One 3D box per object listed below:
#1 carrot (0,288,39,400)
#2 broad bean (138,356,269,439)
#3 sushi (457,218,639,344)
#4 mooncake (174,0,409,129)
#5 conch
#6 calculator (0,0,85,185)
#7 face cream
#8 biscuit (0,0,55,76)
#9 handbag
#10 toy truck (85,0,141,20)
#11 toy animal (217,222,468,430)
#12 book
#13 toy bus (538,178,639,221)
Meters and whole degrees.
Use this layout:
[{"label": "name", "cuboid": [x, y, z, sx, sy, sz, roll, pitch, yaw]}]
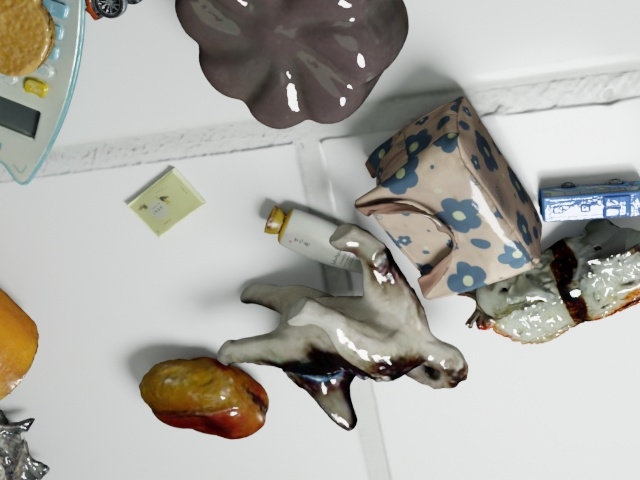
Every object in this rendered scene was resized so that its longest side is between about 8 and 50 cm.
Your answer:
[{"label": "carrot", "cuboid": [-0.648, 0.122, 1.469, 0.331, 0.214, 0.193, 42, 88, -18]}, {"label": "broad bean", "cuboid": [-0.204, 0.277, 1.522, 0.228, 0.122, 0.156, 12, 145, 9]}, {"label": "sushi", "cuboid": [0.374, 0.061, 1.308, 0.332, 0.124, 0.130, -27, 122, 20]}, {"label": "mooncake", "cuboid": [-0.040, -0.293, 1.144, 0.306, 0.154, 0.306, 11, 130, 13]}, {"label": "conch", "cuboid": [-0.645, 0.450, 1.624, 0.186, 0.241, 0.313, 12, 134, 18]}, {"label": "calculator", "cuboid": [-0.486, -0.287, 1.296, 0.256, 0.054, 0.386, 21, 118, -3]}, {"label": "face cream", "cuboid": [0.000, 0.000, 1.375, 0.182, 0.051, 0.072, 23, 123, -3]}, {"label": "biscuit", "cuboid": [-0.435, -0.400, 1.193, 0.216, 0.047, 0.340, -1, 109, 6]}, {"label": "handbag", "cuboid": [0.184, -0.049, 1.248, 0.193, 0.190, 0.251, -25, 114, 28]}, {"label": "toy truck", "cuboid": [-0.237, -0.411, 1.156, 0.252, 0.107, 0.114, -36, 107, 23]}, {"label": "toy animal", "cuboid": [0.041, 0.170, 1.364, 0.302, 0.194, 0.344, 37, 145, -17]}, {"label": "book", "cuboid": [-0.252, -0.059, 1.404, 0.111, 0.014, 0.077, -34, 108, 24]}, {"label": "toy bus", "cuboid": [0.402, -0.057, 1.274, 0.153, 0.061, 0.051, -3, 113, 13]}]
